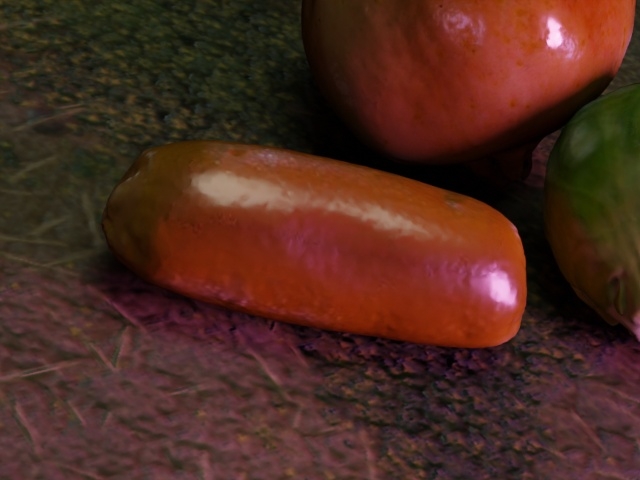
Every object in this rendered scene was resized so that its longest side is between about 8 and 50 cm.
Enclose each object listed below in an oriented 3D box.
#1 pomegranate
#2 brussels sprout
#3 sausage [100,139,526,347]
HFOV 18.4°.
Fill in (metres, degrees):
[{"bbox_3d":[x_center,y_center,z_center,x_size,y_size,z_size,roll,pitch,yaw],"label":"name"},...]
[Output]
[{"bbox_3d":[0.091,-0.143,1.192,0.209,0.209,0.209,12,37,-10],"label":"pomegranate"},{"bbox_3d":[0.198,-0.018,1.133,0.155,0.117,0.155,11,60,-20],"label":"brussels sprout"},{"bbox_3d":[0.000,0.000,1.065,0.238,0.098,0.098,10,37,-14],"label":"sausage"}]
